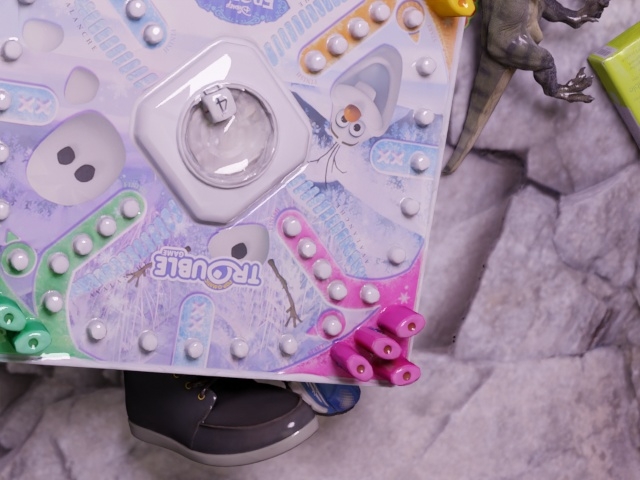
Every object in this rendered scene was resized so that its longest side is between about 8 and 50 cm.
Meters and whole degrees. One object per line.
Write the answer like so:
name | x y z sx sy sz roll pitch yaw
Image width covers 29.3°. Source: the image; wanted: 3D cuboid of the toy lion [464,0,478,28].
toy lion | 0.111 -0.234 1.076 0.096 0.034 0.100 -24 110 5

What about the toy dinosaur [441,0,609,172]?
toy dinosaur | 0.186 -0.174 1.072 0.118 0.064 0.268 2 126 -10

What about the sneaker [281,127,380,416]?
sneaker | 0.000 0.000 1.070 0.147 0.130 0.330 -13 108 -5

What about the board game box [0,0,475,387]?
board game box | -0.071 -0.082 0.950 0.389 0.050 0.390 7 95 -23

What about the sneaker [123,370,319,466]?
sneaker | -0.103 0.119 1.050 0.083 0.222 0.118 -30 112 -44

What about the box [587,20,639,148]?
box | 0.341 -0.127 1.145 0.109 0.042 0.178 -35 110 1
